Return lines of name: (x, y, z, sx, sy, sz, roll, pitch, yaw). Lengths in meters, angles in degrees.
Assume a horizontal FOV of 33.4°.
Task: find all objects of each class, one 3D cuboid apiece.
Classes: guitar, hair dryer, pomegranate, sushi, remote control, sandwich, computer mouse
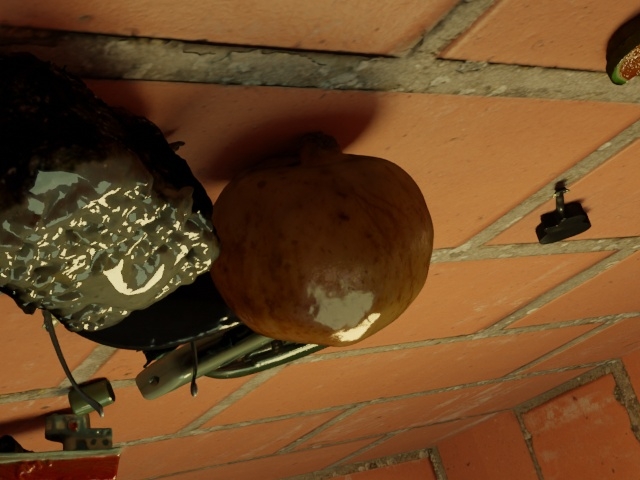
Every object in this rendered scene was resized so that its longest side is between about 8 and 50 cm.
guitar: (0.378, -0.043, 1.667, 0.088, 0.025, 0.233, -19, 161, 7)
hair dryer: (-0.388, 0.280, 1.881, 0.071, 0.047, 0.150, -19, 167, 0)
pomegranate: (0.000, 0.000, 1.167, 0.248, 0.248, 0.248, -16, 161, -5)
sushi: (-0.207, -0.043, 0.935, 0.196, 0.182, 0.343, -25, 161, 7)
remote control: (-0.134, 0.153, 1.619, 0.296, 0.056, 0.140, -24, 175, -40)
sandwich: (0.346, -0.212, 1.160, 0.067, 0.029, 0.135, -17, 161, -19)
computer mouse: (-0.202, 0.085, 1.279, 0.270, 0.086, 0.137, 3, -165, 2)

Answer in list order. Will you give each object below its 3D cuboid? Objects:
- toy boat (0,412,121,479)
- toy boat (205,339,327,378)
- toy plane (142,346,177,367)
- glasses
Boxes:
toy boat: (-0.531, 0.384, 1.936, 0.332, 0.133, 0.145, -1, 163, -13)
toy boat: (-0.087, 0.170, 1.784, 0.261, 0.078, 0.085, -17, 143, -4)
toy plane: (-0.218, 0.135, 1.595, 0.096, 0.060, 0.235, -16, 166, -30)
glasses: (-0.240, 0.116, 1.344, 0.190, 0.220, 0.088, -7, 120, -24)
